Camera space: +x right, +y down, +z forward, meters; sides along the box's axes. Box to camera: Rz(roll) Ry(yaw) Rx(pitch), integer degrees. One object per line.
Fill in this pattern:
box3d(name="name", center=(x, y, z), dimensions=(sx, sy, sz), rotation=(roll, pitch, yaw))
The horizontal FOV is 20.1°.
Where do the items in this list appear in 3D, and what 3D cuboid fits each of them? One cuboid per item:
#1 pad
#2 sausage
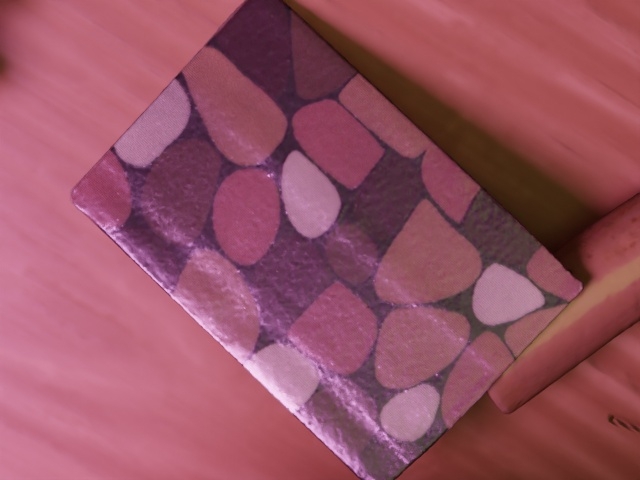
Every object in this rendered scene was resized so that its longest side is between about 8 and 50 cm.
box3d(name="pad", center=(0.000, 0.000, 0.950), dimensions=(0.235, 0.003, 0.158), rotation=(44, 96, 5))
box3d(name="sausage", center=(0.204, -0.010, 0.959), dimensions=(0.301, 0.066, 0.066), rotation=(-32, 101, 4))
